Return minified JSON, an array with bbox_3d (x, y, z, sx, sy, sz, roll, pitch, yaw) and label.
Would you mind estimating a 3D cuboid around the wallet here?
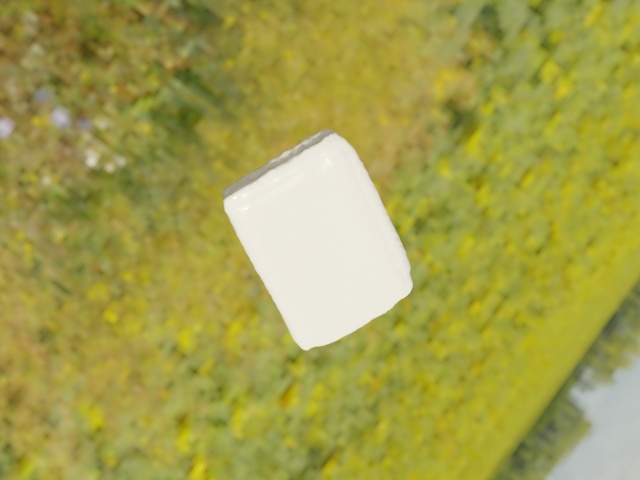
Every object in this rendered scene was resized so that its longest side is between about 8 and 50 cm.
[{"bbox_3d":[0.000,0.000,1.682,0.124,0.183,0.032,-32,-147,-5],"label":"wallet"}]
